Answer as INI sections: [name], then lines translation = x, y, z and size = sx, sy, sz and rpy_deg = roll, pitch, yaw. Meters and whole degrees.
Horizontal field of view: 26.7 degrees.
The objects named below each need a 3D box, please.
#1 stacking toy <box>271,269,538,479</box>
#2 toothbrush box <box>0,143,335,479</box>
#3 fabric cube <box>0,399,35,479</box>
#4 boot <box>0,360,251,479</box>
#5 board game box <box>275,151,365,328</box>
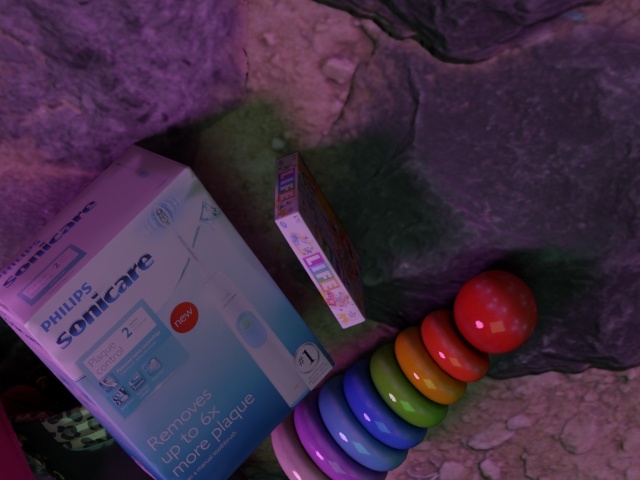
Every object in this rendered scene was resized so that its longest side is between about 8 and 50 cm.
[stacking toy]
translation = 0.099, 0.150, 1.469
size = 0.141, 0.141, 0.330
rpy_deg = 35, 113, -25
[toothbrush box]
translation = -0.156, 0.087, 1.344
size = 0.216, 0.126, 0.295
rpy_deg = -45, 123, -16
[fabric cube]
translation = -0.470, 0.282, 1.416
size = 0.258, 0.259, 0.254
rpy_deg = -6, 132, -31
[boot]
translation = -0.284, 0.277, 1.547
size = 0.377, 0.138, 0.284
rpy_deg = -17, 124, 17
[board game box]
translation = 0.000, 0.000, 1.356
size = 0.026, 0.103, 0.154
rpy_deg = -21, 126, 15
